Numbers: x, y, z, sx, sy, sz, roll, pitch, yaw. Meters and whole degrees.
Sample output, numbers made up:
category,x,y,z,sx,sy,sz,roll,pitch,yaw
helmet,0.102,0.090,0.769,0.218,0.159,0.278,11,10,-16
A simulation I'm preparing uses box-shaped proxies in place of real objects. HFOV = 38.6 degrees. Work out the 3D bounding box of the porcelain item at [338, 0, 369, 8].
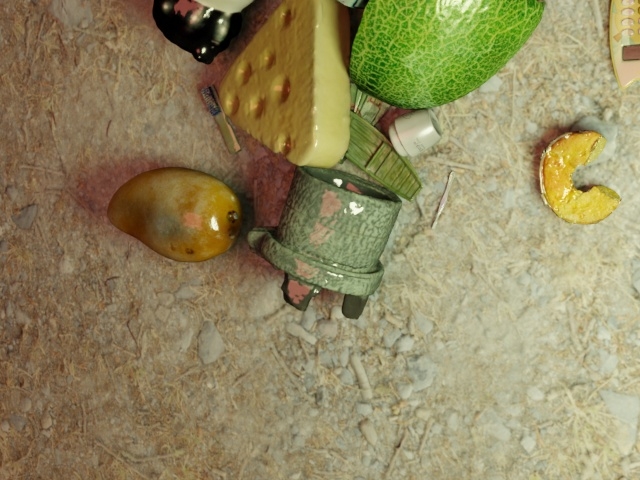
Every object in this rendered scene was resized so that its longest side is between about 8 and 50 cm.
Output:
category,x,y,z,sx,sy,sz,roll,pitch,yaw
porcelain item,0.126,-0.589,1.767,0.157,0.286,0.281,44,114,15

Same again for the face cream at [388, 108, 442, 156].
category,x,y,z,sx,sy,sz,roll,pitch,yaw
face cream,0.196,-0.223,1.889,0.095,0.091,0.091,-23,85,23

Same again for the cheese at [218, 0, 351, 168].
category,x,y,z,sx,sy,sz,roll,pitch,yaw
cheese,-0.084,-0.333,1.981,0.384,0.104,0.384,-5,83,48

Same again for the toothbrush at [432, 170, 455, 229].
category,x,y,z,sx,sy,sz,roll,pitch,yaw
toothbrush,0.258,-0.083,1.916,0.011,0.013,0.131,22,107,16

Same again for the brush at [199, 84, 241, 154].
category,x,y,z,sx,sy,sz,roll,pitch,yaw
brush,-0.237,-0.288,2.171,0.033,0.030,0.179,-27,83,20

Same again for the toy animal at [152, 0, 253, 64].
category,x,y,z,sx,sy,sz,roll,pitch,yaw
toy animal,-0.250,-0.561,2.040,0.212,0.212,0.267,42,120,19

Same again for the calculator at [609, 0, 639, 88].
category,x,y,z,sx,sy,sz,roll,pitch,yaw
calculator,0.607,-0.396,1.659,0.157,0.033,0.237,2,96,31

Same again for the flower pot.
category,x,y,z,sx,sy,sz,roll,pitch,yaw
flower pot,0.000,0.000,1.925,0.299,0.299,0.283,24,105,26

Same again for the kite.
category,x,y,z,sx,sy,sz,roll,pitch,yaw
kite,0.047,-0.302,2.011,0.322,0.013,0.268,2,99,28

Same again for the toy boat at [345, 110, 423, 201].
category,x,y,z,sx,sy,sz,roll,pitch,yaw
toy boat,0.108,-0.193,1.958,0.293,0.055,0.093,42,116,15

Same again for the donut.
category,x,y,z,sx,sy,sz,roll,pitch,yaw
donut,0.490,-0.120,1.742,0.146,0.078,0.181,-16,95,32

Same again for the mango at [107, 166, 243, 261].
category,x,y,z,sx,sy,sz,roll,pitch,yaw
mango,-0.343,-0.062,2.163,0.383,0.199,0.222,5,101,31

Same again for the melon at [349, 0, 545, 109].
category,x,y,z,sx,sy,sz,roll,pitch,yaw
melon,0.212,-0.399,1.809,0.344,0.331,0.226,-62,32,29
